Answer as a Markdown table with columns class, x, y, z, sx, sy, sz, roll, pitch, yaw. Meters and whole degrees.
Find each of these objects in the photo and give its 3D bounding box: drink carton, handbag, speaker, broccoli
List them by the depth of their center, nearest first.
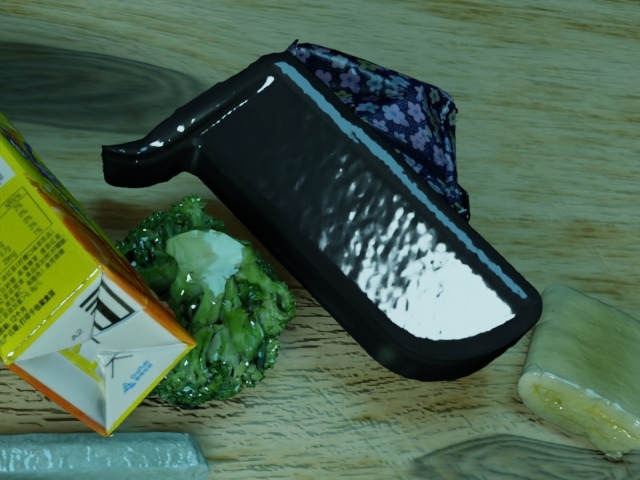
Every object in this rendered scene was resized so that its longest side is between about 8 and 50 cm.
| class | x | y | z | sx | sy | sz | roll | pitch | yaw |
| --- | --- | --- | --- | --- | --- | --- | --- | --- | --- |
| drink carton | -0.255 | -0.009 | 1.577 | 0.351 | 0.111 | 0.154 | 45 | 0 | 40 |
| broccoli | -0.113 | 0.054 | 1.648 | 0.195 | 0.156 | 0.195 | 4 | 68 | -9 |
| speaker | 0.000 | 0.000 | 1.776 | 0.388 | 0.180 | 0.184 | 44 | 78 | 6 |
| handbag | 0.046 | -0.092 | 1.983 | 0.228 | 0.127 | 0.208 | 19 | 40 | -15 |

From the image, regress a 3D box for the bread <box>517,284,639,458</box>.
| class | x | y | z | sx | sy | sz | roll | pitch | yaw |
| --- | --- | --- | --- | --- | --- | --- | --- | --- | --- |
| bread | 0.264 | 0.125 | 1.889 | 0.139 | 0.060 | 0.178 | 28 | 32 | 0 |

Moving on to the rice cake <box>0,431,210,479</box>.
| class | x | y | z | sx | sy | sz | roll | pitch | yaw |
| --- | --- | --- | --- | --- | --- | --- | --- | --- | --- |
| rice cake | -0.199 | 0.173 | 1.510 | 0.245 | 0.042 | 0.045 | 4 | 41 | -32 |
